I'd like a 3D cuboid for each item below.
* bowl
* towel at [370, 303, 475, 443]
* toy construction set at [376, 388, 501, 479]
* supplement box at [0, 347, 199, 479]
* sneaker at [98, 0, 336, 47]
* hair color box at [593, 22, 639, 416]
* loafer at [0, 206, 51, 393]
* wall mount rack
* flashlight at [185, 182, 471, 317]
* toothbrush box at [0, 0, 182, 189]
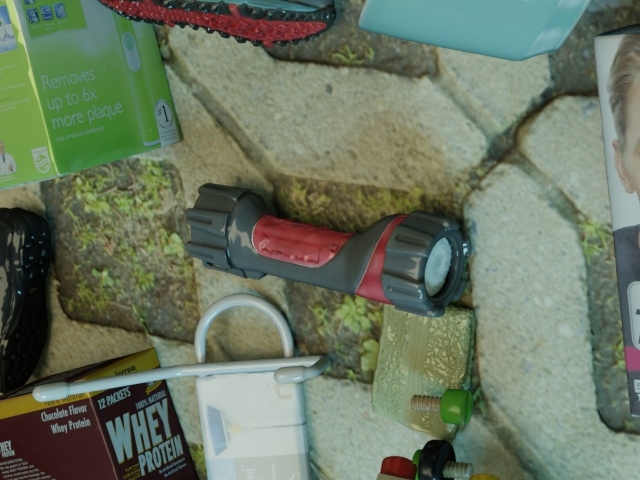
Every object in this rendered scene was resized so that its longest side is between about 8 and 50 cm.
[{"bbox_3d":[0.177,-0.277,1.462,0.163,0.311,0.311,31,119,2],"label":"bowl"},{"bbox_3d":[0.104,0.127,1.755,0.110,0.027,0.148,17,112,28],"label":"towel"},{"bbox_3d":[0.164,0.332,1.616,0.237,0.309,0.257,3,120,25],"label":"toy construction set"},{"bbox_3d":[-0.264,0.247,1.968,0.191,0.129,0.194,-16,94,35],"label":"supplement box"},{"bbox_3d":[-0.104,-0.277,1.735,0.262,0.104,0.125,13,81,13],"label":"sneaker"},{"bbox_3d":[0.350,-0.020,1.506,0.174,0.105,0.347,-1,101,33],"label":"hair color box"},{"bbox_3d":[-0.366,0.069,2.025,0.078,0.076,0.223,17,107,34],"label":"loafer"},{"bbox_3d":[-0.130,0.240,1.833,0.304,0.130,0.350,-6,94,14],"label":"wall mount rack"},{"bbox_3d":[0.000,0.000,1.749,0.304,0.103,0.103,14,72,32],"label":"flashlight"},{"bbox_3d":[-0.283,-0.212,1.811,0.122,0.206,0.283,-11,96,35],"label":"toothbrush box"}]
